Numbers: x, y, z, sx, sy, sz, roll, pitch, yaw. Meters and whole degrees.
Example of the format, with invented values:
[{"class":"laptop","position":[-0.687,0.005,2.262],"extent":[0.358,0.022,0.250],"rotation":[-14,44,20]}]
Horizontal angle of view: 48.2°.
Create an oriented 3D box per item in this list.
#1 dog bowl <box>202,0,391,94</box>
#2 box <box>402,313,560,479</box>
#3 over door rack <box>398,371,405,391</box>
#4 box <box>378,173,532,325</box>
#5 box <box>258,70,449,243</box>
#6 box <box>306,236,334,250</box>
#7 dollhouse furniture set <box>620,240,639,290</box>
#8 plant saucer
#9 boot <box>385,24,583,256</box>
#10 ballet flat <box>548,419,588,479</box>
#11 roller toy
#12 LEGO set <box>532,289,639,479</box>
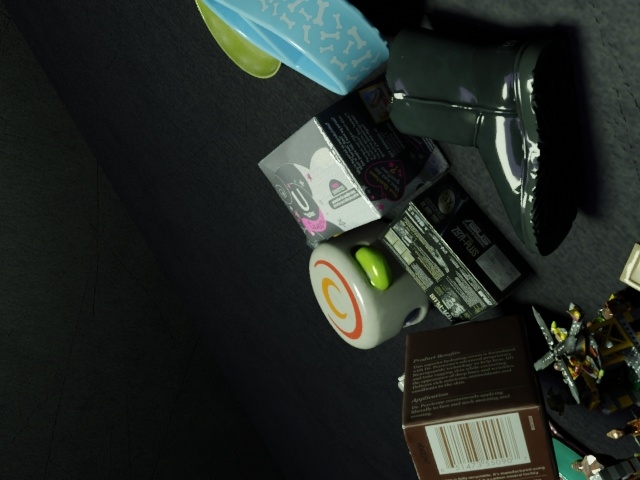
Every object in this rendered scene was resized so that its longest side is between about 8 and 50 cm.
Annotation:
[{"class":"dog bowl","position":[-0.044,-0.272,0.881],"extent":[0.297,0.074,0.166],"rotation":[38,-177,38]},{"class":"box","position":[0.210,0.229,0.942],"extent":[0.203,0.169,0.167],"rotation":[-71,-35,-62]},{"class":"over door rack","position":[0.246,0.304,1.234],"extent":[0.239,0.108,0.324],"rotation":[50,178,10]},{"class":"box","position":[0.185,0.020,1.014],"extent":[0.180,0.078,0.147],"rotation":[51,157,8]},{"class":"box","position":[0.037,-0.107,1.037],"extent":[0.163,0.142,0.247],"rotation":[56,158,-6]},{"class":"box","position":[0.000,0.000,1.431],"extent":[0.067,0.018,0.083],"rotation":[43,156,23]},{"class":"dollhouse furniture set","position":[0.391,0.002,0.613],"extent":[0.182,0.101,0.160],"rotation":[37,128,37]},{"class":"plant saucer","position":[-0.123,-0.370,1.112],"extent":[0.241,0.037,0.241],"rotation":[43,156,25]},{"class":"boot","position":[0.177,-0.117,0.804],"extent":[0.207,0.094,0.246],"rotation":[21,135,47]},{"class":"ballet flat","position":[0.352,0.320,1.147],"extent":[0.221,0.077,0.079],"rotation":[41,174,27]},{"class":"roller toy","position":[0.085,0.069,1.196],"extent":[0.209,0.146,0.191],"rotation":[25,134,57]},{"class":"LEGO set","position":[0.318,0.231,0.763],"extent":[0.255,0.192,0.331],"rotation":[85,166,-63]}]
